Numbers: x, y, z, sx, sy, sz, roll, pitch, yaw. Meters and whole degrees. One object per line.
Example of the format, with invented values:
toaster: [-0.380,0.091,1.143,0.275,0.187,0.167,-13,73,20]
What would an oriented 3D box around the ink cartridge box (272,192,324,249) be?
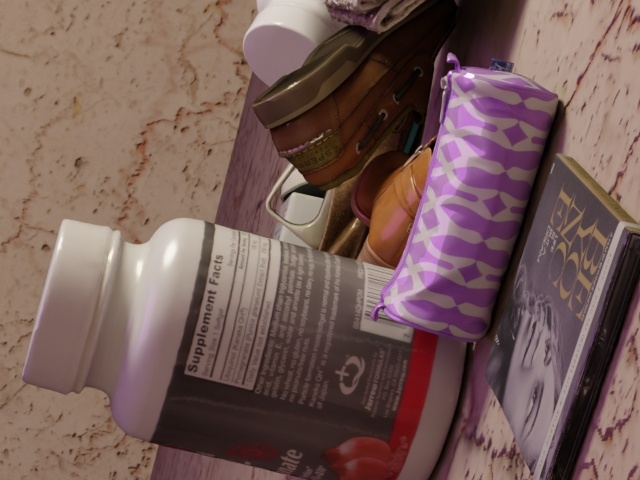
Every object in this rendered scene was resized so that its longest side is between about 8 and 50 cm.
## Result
ink cartridge box: [-0.021,0.062,2.079,0.153,0.087,0.208,140,145,-82]

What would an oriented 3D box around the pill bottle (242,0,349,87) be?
pill bottle: [0.017,-0.266,2.048,0.246,0.136,0.136,-60,-2,-35]

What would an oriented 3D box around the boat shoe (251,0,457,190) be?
boat shoe: [0.046,-0.141,1.798,0.110,0.104,0.307,-22,14,42]

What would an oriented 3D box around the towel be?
towel: [0.091,-0.257,1.733,0.187,0.049,0.282,-38,10,-1]

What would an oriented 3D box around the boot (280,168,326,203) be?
boot: [0.016,-0.114,2.192,0.244,0.088,0.176,132,154,-80]

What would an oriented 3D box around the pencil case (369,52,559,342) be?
pencil case: [0.106,-0.030,1.419,0.086,0.088,0.206,-129,54,-78]

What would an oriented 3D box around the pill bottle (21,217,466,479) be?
pill bottle: [-0.060,0.083,1.517,0.176,0.318,0.176,-166,90,-83]

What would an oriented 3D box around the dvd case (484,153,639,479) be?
dvd case: [0.149,0.045,1.237,0.221,0.018,0.165,-108,35,-75]

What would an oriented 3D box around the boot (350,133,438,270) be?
boot: [0.087,-0.052,1.694,0.197,0.073,0.152,-83,19,-50]

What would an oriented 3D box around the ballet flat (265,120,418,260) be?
ballet flat: [0.000,0.000,1.939,0.116,0.124,0.342,-99,25,-82]
